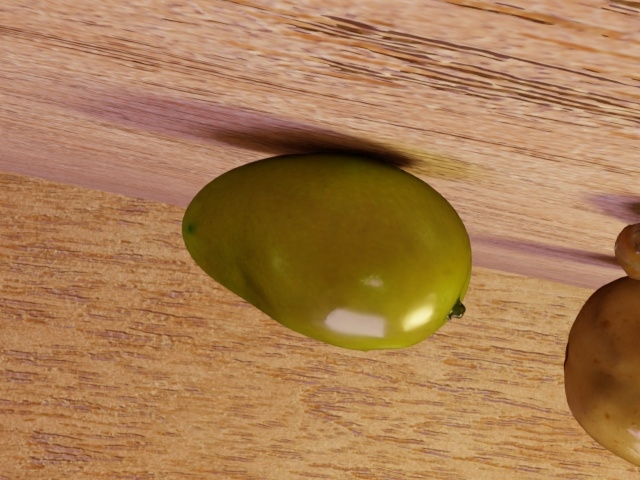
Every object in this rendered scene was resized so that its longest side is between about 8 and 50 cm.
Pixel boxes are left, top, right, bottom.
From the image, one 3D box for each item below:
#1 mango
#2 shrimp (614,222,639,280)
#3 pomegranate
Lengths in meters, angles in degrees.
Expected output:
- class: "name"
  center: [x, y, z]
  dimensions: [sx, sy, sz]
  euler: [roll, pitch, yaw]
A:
- class: "mango"
  center: [0.009, 0.001, 0.749]
  dimensions: [0.185, 0.149, 0.273]
  euler: [4, -172, -33]
- class: "shrimp"
  center: [0.337, 0.015, 0.738]
  dimensions: [0.173, 0.058, 0.253]
  euler: [-1, 169, 38]
- class: "pomegranate"
  center: [0.519, 0.185, 1.316]
  dimensions: [0.319, 0.319, 0.319]
  euler: [11, 178, 0]
